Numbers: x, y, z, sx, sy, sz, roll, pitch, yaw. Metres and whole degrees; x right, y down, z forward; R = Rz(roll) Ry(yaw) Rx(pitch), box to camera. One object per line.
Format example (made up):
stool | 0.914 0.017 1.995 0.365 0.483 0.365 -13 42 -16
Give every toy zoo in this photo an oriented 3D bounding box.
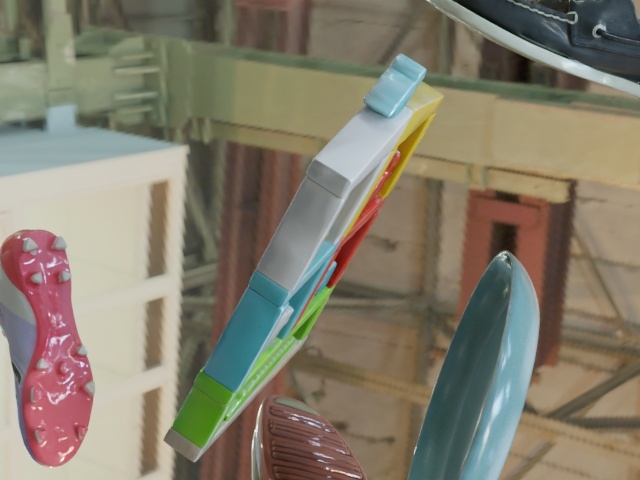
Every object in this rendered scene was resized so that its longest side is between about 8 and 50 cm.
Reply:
toy zoo | 0.000 0.000 0.940 0.030 0.192 0.293 33 -61 7

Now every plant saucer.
plant saucer | 0.145 0.165 1.319 0.044 0.317 0.317 19 -66 -2

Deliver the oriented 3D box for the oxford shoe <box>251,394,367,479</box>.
oxford shoe | -0.028 0.333 1.472 0.146 0.140 0.397 -55 -152 29

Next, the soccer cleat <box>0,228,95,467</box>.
soccer cleat | -0.291 0.110 1.418 0.095 0.083 0.248 -19 -104 51

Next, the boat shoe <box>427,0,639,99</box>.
boat shoe | 0.264 -0.199 1.260 0.340 0.127 0.113 20 -75 -12
